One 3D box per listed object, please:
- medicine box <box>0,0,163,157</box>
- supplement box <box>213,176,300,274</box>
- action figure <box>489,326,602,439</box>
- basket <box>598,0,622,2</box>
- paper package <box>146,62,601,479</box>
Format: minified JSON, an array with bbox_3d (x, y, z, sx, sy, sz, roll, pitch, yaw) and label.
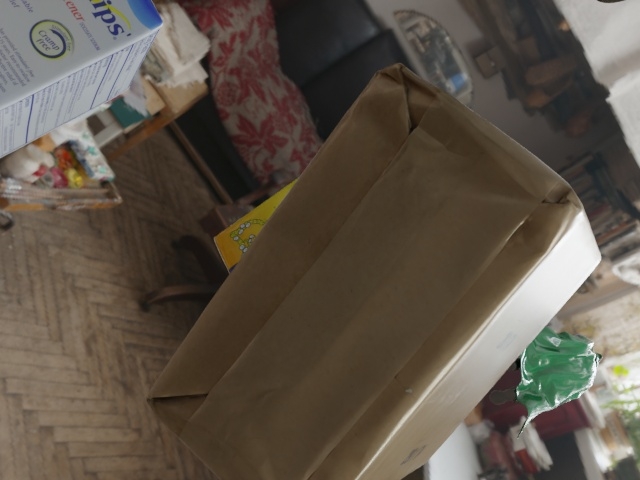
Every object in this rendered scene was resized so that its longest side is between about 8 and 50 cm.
[{"bbox_3d":[-0.392,-0.245,0.899,0.289,0.263,0.149,-38,100,-25],"label":"medicine box"},{"bbox_3d":[0.000,0.000,1.365,0.195,0.356,0.194,60,8,32],"label":"supplement box"},{"bbox_3d":[0.301,0.164,0.860,0.232,0.063,0.137,2,91,-43],"label":"action figure"},{"bbox_3d":[0.292,-0.379,0.699,0.227,0.154,0.204,41,2,-26],"label":"basket"},{"bbox_3d":[0.071,0.062,0.569,0.168,0.309,0.325,42,12,22],"label":"paper package"}]
